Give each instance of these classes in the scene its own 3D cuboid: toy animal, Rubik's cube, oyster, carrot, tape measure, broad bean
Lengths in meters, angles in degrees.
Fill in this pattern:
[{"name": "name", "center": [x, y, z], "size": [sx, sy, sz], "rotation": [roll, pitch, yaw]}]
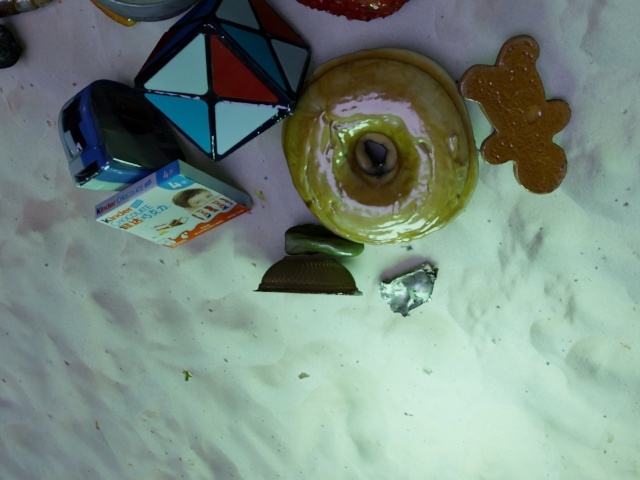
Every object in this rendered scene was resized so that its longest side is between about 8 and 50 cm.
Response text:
[{"name": "toy animal", "center": [-0.895, -0.459, 1.711], "size": [0.343, 0.168, 0.106], "rotation": [-7, 78, 21]}, {"name": "Rubik's cube", "center": [-0.196, -0.356, 1.464], "size": [0.248, 0.246, 0.250], "rotation": [-30, 121, 32]}, {"name": "oyster", "center": [0.223, 0.123, 1.721], "size": [0.166, 0.053, 0.108], "rotation": [-29, 86, 34]}, {"name": "carrot", "center": [-0.513, -0.558, 1.587], "size": [0.257, 0.061, 0.061], "rotation": [30, 120, -6]}, {"name": "tape measure", "center": [-0.473, -0.236, 1.628], "size": [0.138, 0.259, 0.262], "rotation": [-35, 75, 23]}, {"name": "broad bean", "center": [0.001, 0.003, 1.671], "size": [0.207, 0.153, 0.072], "rotation": [3, 103, 42]}]

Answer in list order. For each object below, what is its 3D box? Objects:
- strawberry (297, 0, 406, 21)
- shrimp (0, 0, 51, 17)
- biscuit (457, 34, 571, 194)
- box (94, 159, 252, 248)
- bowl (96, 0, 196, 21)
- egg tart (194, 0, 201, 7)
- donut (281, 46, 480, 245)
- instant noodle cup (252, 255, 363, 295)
[{"name": "strawberry", "center": [0.051, -0.553, 1.383], "size": [0.336, 0.149, 0.265], "rotation": [-6, 115, 20]}, {"name": "shrimp", "center": [-0.755, -0.636, 1.630], "size": [0.365, 0.071, 0.233], "rotation": [-5, 111, 15]}, {"name": "biscuit", "center": [0.408, -0.238, 1.448], "size": [0.205, 0.049, 0.324], "rotation": [-34, 106, 1]}, {"name": "box", "center": [-0.350, -0.079, 1.698], "size": [0.273, 0.265, 0.048], "rotation": [-24, 62, 27]}, {"name": "bowl", "center": [-0.354, -0.582, 1.442], "size": [0.307, 0.163, 0.307], "rotation": [1, 80, -8]}, {"name": "egg tart", "center": [-0.213, -0.519, 1.533], "size": [0.130, 0.052, 0.130], "rotation": [6, 116, 12]}, {"name": "donut", "center": [0.126, -0.189, 1.514], "size": [0.449, 0.198, 0.448], "rotation": [5, 116, 11]}, {"name": "instant noodle cup", "center": [-0.030, 0.084, 1.692], "size": [0.274, 0.274, 0.090], "rotation": [1, 87, 16]}]
